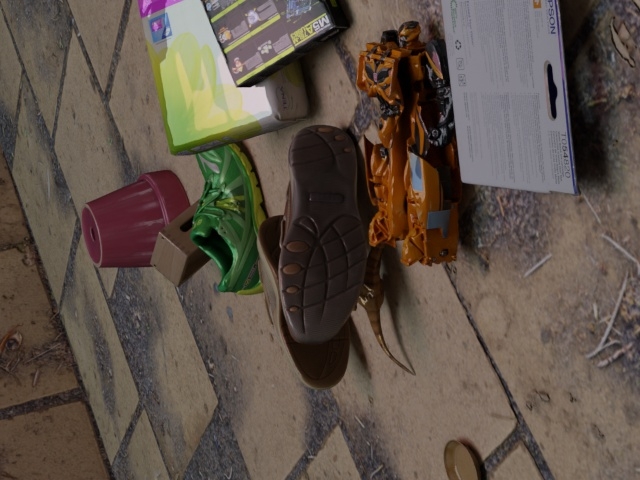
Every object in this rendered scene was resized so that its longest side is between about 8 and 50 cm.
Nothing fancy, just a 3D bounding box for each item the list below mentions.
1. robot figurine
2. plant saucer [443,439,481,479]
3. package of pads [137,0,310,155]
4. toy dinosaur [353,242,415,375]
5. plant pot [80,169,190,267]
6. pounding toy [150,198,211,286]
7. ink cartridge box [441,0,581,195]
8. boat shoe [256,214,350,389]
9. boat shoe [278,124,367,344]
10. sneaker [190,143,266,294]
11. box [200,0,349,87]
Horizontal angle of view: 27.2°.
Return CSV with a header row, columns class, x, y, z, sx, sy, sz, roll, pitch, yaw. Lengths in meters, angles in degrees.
class,x,y,z,sx,sy,sz,roll,pitch,yaw
robot figurine,0.108,-0.123,1.636,0.211,0.085,0.291,-151,52,-64
plant saucer,0.191,0.302,1.750,0.083,0.015,0.083,39,135,53
package of pads,-0.148,-0.296,1.996,0.229,0.101,0.296,-13,90,34
toy dinosaur,0.069,0.083,1.852,0.112,0.064,0.211,20,120,61
plant pot,-0.366,-0.026,2.602,0.201,0.180,0.201,41,137,52
pounding toy,-0.244,-0.007,2.424,0.100,0.141,0.130,40,145,11
ink cartridge box,0.217,-0.165,1.433,0.224,0.045,0.223,15,115,63
boat shoe,-0.032,0.106,2.039,0.098,0.109,0.302,105,150,-54
boat shoe,0.000,0.000,1.846,0.116,0.123,0.324,108,169,-64
sneaker,-0.163,-0.048,2.219,0.109,0.123,0.295,-49,56,61
box,-0.074,-0.337,1.855,0.190,0.045,0.184,-28,83,32
